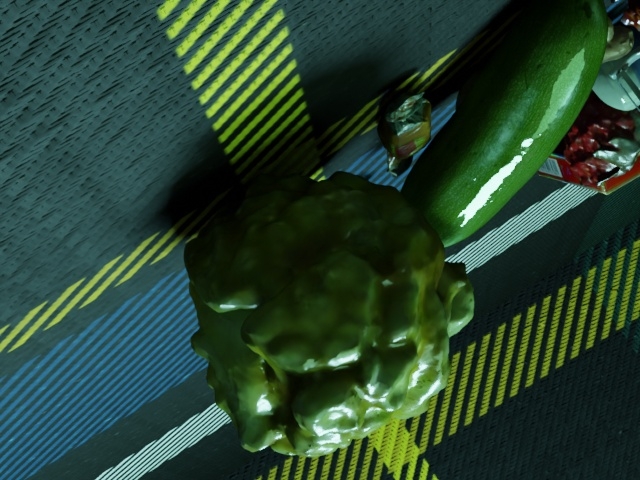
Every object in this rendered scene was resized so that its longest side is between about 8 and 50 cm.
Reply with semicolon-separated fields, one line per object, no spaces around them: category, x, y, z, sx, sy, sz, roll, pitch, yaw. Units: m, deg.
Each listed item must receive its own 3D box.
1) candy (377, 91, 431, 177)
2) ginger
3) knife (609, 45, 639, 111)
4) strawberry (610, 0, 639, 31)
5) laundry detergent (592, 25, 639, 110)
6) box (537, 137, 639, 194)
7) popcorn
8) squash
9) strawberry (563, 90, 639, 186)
candy;0.082;-0.113;1.640;0.053;0.046;0.182;-27;163;-8
ginger;0.260;-0.193;1.745;0.259;0.065;0.149;-22;163;-35
knife;0.457;-0.228;1.791;0.278;0.123;0.053;-33;142;6
strawberry;0.436;-0.233;1.674;0.234;0.178;0.234;-34;-175;3
laundry detergent;0.445;-0.235;1.887;0.290;0.143;0.094;-29;-158;11
box;0.370;-0.118;2.194;0.112;0.048;0.175;-29;-160;-17
popcorn;-0.001;0.070;1.596;0.274;0.279;0.335;-42;-174;-1
squash;0.178;-0.106;1.646;0.107;0.107;0.395;-22;155;-44
strawberry;0.360;-0.170;2.048;0.190;0.111;0.236;-43;-169;9
